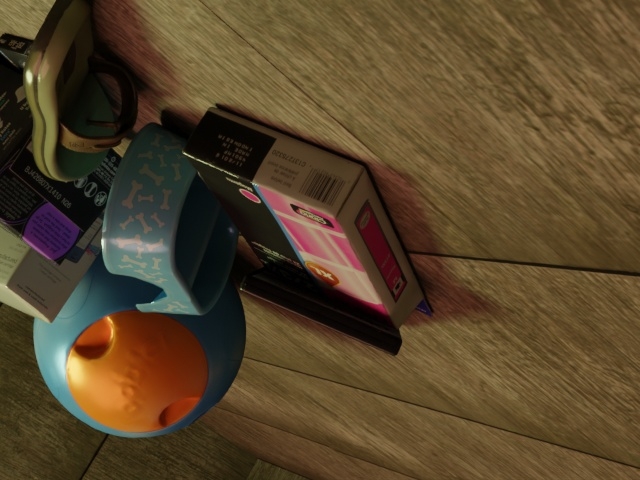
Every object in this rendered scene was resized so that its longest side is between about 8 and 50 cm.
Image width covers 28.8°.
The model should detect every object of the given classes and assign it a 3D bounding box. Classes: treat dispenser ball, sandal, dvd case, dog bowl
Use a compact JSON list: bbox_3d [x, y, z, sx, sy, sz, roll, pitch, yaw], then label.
[{"bbox_3d":[-0.246,0.125,1.709,0.288,0.288,0.288,28,165,8],"label":"treat dispenser ball"},{"bbox_3d":[-0.223,-0.129,1.202,0.086,0.120,0.303,16,164,-2],"label":"sandal"},{"bbox_3d":[0.005,0.075,1.420,0.180,0.022,0.253,23,-178,2],"label":"dvd case"},{"bbox_3d":[-0.155,-0.012,1.367,0.074,0.166,0.297,15,162,12],"label":"dog bowl"}]

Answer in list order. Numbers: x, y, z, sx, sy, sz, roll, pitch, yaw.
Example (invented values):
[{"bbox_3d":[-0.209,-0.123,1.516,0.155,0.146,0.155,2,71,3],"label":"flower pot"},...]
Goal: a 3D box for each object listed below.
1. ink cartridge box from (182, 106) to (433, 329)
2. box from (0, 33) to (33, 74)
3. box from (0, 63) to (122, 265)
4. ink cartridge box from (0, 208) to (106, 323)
[{"bbox_3d":[0.000,0.000,1.295,0.176,0.069,0.371,23,166,24],"label":"ink cartridge box"},{"bbox_3d":[-0.300,-0.185,1.335,0.067,0.018,0.083,20,162,37],"label":"box"},{"bbox_3d":[-0.374,-0.111,1.422,0.270,0.143,0.165,28,166,37],"label":"box"},{"bbox_3d":[-0.352,-0.020,1.592,0.154,0.212,0.093,16,156,44],"label":"ink cartridge box"}]
